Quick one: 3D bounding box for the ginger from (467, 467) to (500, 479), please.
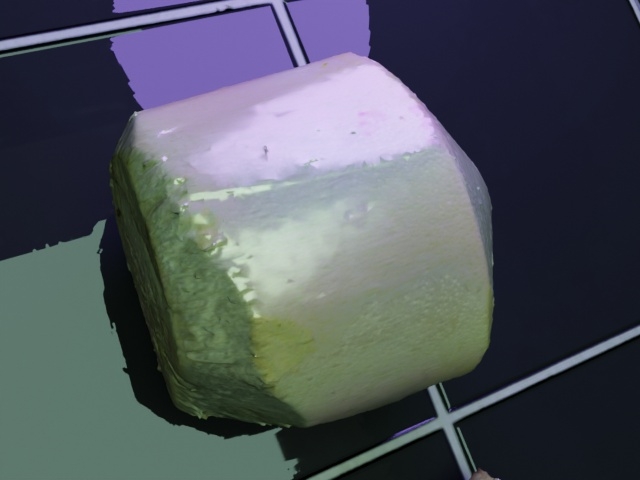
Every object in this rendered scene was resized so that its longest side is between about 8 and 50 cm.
[{"bbox_3d":[0.168,0.427,0.635,0.348,0.122,0.363,46,57,7],"label":"ginger"}]

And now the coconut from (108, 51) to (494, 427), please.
[{"bbox_3d":[0.000,0.000,0.626,0.310,0.297,0.297,-15,81,-20],"label":"coconut"}]
